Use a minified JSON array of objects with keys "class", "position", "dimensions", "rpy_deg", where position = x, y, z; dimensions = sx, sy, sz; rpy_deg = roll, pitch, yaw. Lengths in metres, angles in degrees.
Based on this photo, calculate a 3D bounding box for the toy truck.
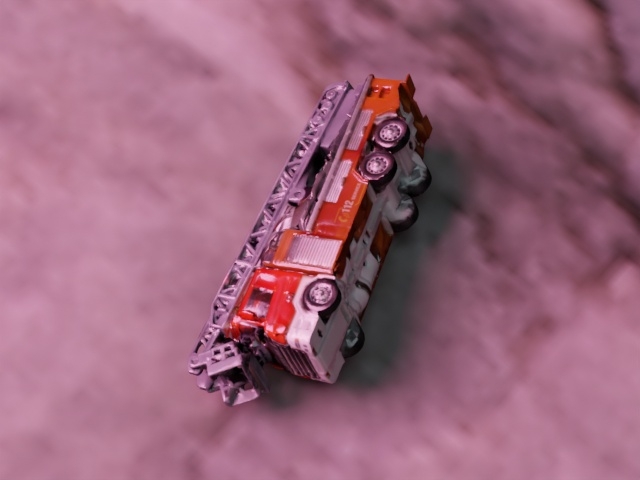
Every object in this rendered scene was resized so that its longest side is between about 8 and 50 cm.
[{"class":"toy truck","position":[0.000,0.000,0.364],"dimensions":[0.032,0.024,0.083],"rpy_deg":[9,60,24]}]
